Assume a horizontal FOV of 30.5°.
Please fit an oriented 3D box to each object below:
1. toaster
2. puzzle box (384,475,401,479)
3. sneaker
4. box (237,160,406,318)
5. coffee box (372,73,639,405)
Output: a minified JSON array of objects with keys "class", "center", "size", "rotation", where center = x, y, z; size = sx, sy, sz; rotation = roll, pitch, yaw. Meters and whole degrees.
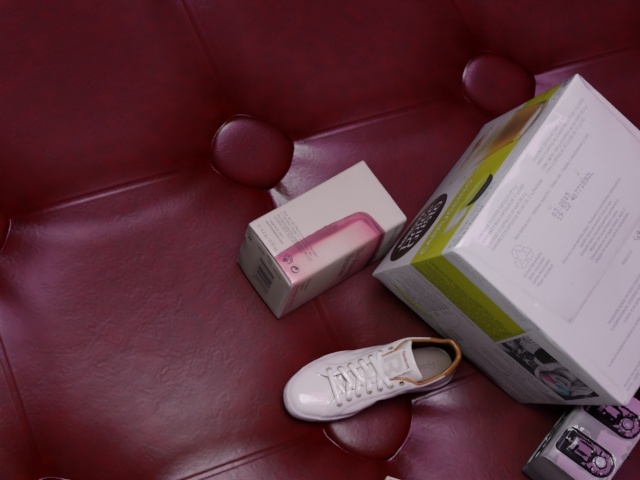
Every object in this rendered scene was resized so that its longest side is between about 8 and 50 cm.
[{"class":"toaster","center":[0.413,0.318,1.822],"size":[0.110,0.186,0.168],"rotation":[39,71,11]},{"class":"puzzle box","center":[0.258,0.529,1.717],"size":[0.409,0.052,0.272],"rotation":[18,50,-3]},{"class":"sneaker","center":[0.083,0.201,1.830],"size":[0.290,0.123,0.106],"rotation":[-14,70,-17]},{"class":"box","center":[0.000,0.000,1.894],"size":[0.232,0.148,0.127],"rotation":[-30,74,-23]},{"class":"coffee box","center":[0.345,0.016,1.791],"size":[0.338,0.334,0.338],"rotation":[41,73,-9]}]
